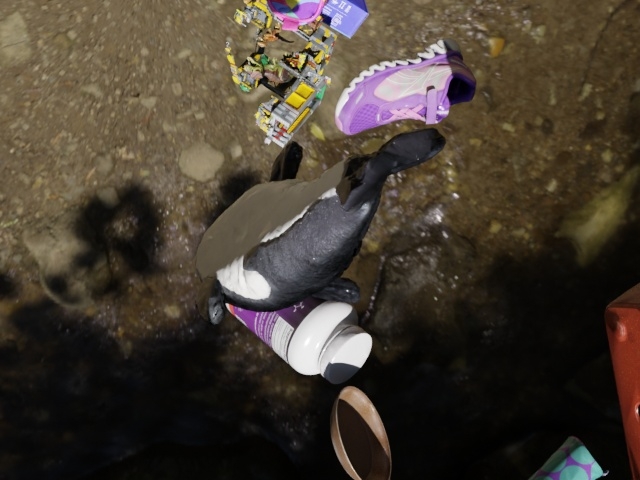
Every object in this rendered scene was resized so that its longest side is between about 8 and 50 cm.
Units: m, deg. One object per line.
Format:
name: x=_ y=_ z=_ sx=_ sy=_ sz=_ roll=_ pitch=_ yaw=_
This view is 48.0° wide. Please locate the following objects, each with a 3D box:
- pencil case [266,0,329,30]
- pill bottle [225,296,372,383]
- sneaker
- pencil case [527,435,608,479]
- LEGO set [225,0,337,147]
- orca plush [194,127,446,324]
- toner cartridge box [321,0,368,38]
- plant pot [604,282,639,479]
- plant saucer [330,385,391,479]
pencil case: x=-0.027 y=-0.403 z=1.142 sx=0.104 sy=0.236 sz=0.105 roll=4 pitch=116 yaw=7
pill bottle: x=-0.047 y=0.160 z=1.532 sx=0.181 sy=0.323 sz=0.182 roll=-31 pitch=140 yaw=-31
sneaker: x=0.134 y=-0.211 z=1.058 sx=0.236 sy=0.105 sz=0.095 roll=-27 pitch=154 yaw=-16
pencil case: x=0.305 y=0.334 z=0.954 sx=0.151 sy=0.064 sz=0.070 roll=-40 pitch=149 yaw=-9
LEGO set: x=-0.109 y=-0.361 z=1.569 sx=0.255 sy=0.331 sz=0.192 roll=38 pitch=63 yaw=-2
orca plush: x=0.000 y=0.000 z=0.535 sx=0.102 sy=0.151 sz=0.287 roll=31 pitch=142 yaw=-20
toner cartridge box: x=-0.061 y=-0.592 z=1.583 sx=0.347 sy=0.165 sz=0.075 roll=23 pitch=126 yaw=-27
plant pot: x=0.376 y=0.117 z=0.537 sx=0.235 sy=0.267 sz=0.267 roll=-9 pitch=89 yaw=-11
plant saucer: x=0.070 y=0.377 z=1.364 sx=0.036 sy=0.199 sz=0.199 roll=-26 pitch=116 yaw=22
